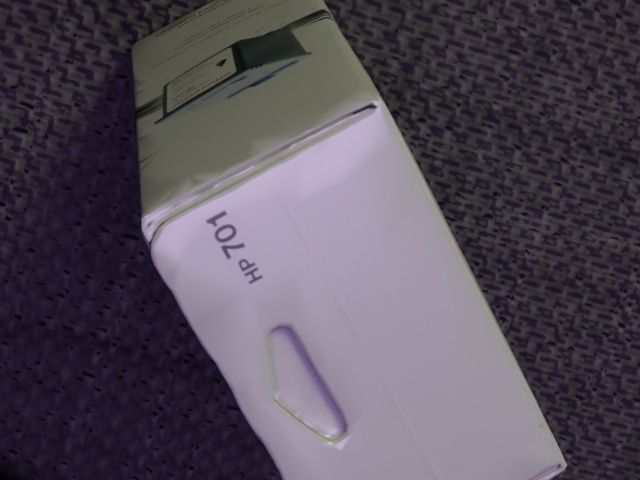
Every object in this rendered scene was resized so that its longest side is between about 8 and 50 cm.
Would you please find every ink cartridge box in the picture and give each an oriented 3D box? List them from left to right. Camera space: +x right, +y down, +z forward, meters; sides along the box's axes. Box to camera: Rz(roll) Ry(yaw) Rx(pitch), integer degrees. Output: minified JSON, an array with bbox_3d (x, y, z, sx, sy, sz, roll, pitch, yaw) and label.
[{"bbox_3d":[0.000,0.000,0.540,0.082,0.191,0.140,-28,113,2],"label":"ink cartridge box"}]
